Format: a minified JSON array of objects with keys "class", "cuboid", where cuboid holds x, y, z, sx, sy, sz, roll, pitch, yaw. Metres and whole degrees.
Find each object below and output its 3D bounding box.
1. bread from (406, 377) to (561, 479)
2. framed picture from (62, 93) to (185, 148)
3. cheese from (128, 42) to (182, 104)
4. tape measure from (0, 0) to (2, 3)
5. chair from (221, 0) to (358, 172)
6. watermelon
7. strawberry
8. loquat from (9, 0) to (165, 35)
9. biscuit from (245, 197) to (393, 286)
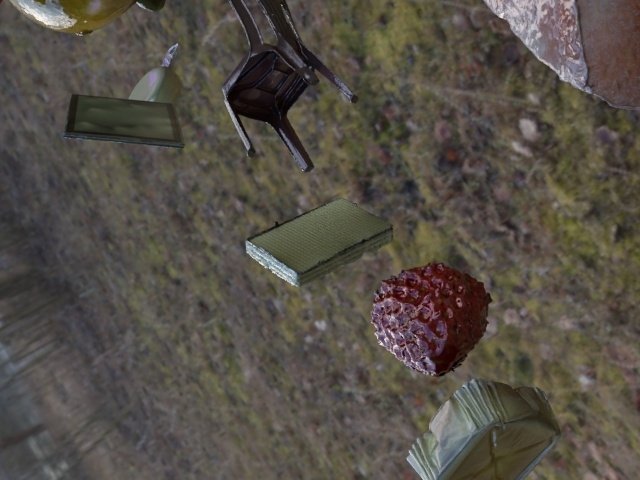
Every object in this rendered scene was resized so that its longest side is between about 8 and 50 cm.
[{"class":"bread","cuboid":[0.268,0.327,1.486,0.210,0.192,0.110,-60,36,25]},{"class":"framed picture","cuboid":[-0.299,-0.185,1.375,0.231,0.173,0.010,-116,33,-65]},{"class":"cheese","cuboid":[-0.338,-0.326,1.892,0.137,0.227,0.064,-15,139,42]},{"class":"tape measure","cuboid":[-0.467,-0.320,0.985,0.260,0.253,0.114,-50,63,37]},{"class":"chair","cuboid":[-0.094,-0.311,1.633,0.183,0.175,0.326,-49,53,25]},{"class":"watermelon","cuboid":[0.366,-0.311,1.036,0.222,0.292,0.319,100,159,-44]},{"class":"strawberry","cuboid":[0.214,0.168,1.620,0.178,0.233,0.234,-99,-5,-58]},{"class":"loquat","cuboid":[-0.455,-0.544,1.720,0.359,0.328,0.328,30,172,-29]},{"class":"biscuit","cuboid":[0.000,0.000,1.311,0.121,0.199,0.041,33,132,35]}]
